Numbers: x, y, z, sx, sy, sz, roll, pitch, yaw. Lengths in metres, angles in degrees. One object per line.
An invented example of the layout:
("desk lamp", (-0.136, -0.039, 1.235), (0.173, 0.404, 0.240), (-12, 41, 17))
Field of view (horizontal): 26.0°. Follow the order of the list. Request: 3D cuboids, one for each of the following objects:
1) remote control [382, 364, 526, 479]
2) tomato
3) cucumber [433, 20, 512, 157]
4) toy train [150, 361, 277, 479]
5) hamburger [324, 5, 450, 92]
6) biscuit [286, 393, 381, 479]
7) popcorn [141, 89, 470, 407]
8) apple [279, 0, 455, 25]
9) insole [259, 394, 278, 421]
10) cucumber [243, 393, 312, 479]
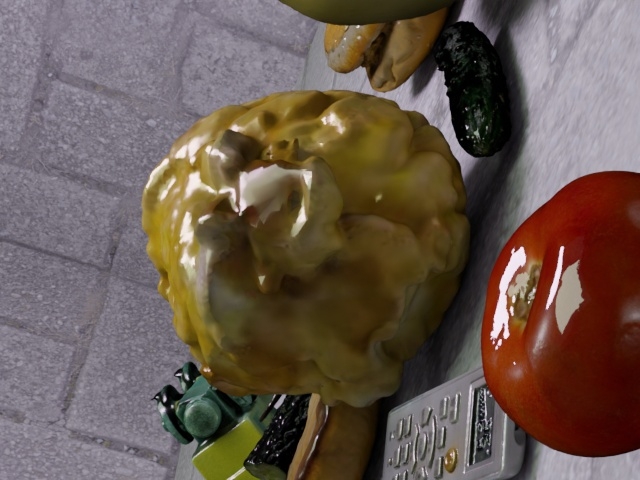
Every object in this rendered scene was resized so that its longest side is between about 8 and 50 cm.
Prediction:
("remote control", (0.125, 0.194, 1.305), (0.313, 0.055, 0.109), (137, 143, -64))
("tomato", (0.188, 0.050, 0.898), (0.195, 0.136, 0.195), (-163, 90, -78))
("cucumber", (0.178, -0.177, 1.589), (0.303, 0.072, 0.081), (-94, 25, -64))
("toy train", (-0.128, 0.283, 2.175), (0.150, 0.237, 0.369), (-37, 2, 7))
("hamburger", (0.114, -0.378, 2.082), (0.318, 0.158, 0.318), (-162, 90, -82))
("biscuit", (0.019, 0.247, 1.711), (0.213, 0.091, 0.274), (-161, 90, -84))
("popcorn", (-0.007, 0.001, 1.567), (0.390, 0.354, 0.344), (18, 126, 66))
("apple", (0.066, -0.478, 1.693), (0.473, 0.473, 0.473), (-163, 90, -81))
("insole", (0.007, 0.120, 1.940), (0.328, 0.007, 0.111), (-55, -7, -18))
("cucumber", (-0.015, 0.217, 1.890), (0.300, 0.072, 0.072), (-58, -4, -43))
